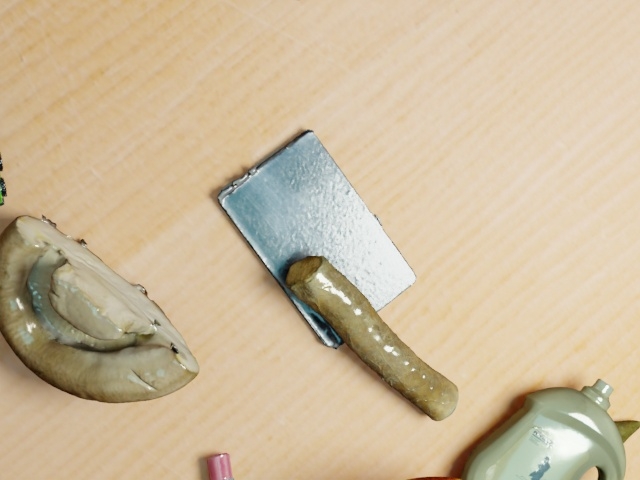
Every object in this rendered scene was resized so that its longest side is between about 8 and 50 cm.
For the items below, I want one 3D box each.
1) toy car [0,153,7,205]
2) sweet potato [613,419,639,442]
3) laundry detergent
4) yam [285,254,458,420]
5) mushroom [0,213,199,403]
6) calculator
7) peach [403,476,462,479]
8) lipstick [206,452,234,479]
[{"bbox_3d":[-0.422,-0.117,1.147,0.071,0.062,0.165,-7,96,-11],"label":"toy car"},{"bbox_3d":[0.386,0.285,1.360,0.153,0.038,0.041,-25,76,-7],"label":"sweet potato"},{"bbox_3d":[0.314,0.297,1.304,0.181,0.091,0.253,38,89,6],"label":"laundry detergent"},{"bbox_3d":[0.074,0.133,1.254,0.066,0.066,0.299,-46,110,-5],"label":"yam"},{"bbox_3d":[-0.290,0.109,1.157,0.286,0.156,0.151,41,98,0],"label":"mushroom"},{"bbox_3d":[0.000,0.000,1.266,0.161,0.021,0.261,-36,101,-7],"label":"calculator"},{"bbox_3d":[0.111,0.466,1.212,0.306,0.242,0.380,35,110,12],"label":"peach"},{"bbox_3d":[-0.120,0.392,1.256,0.053,0.053,0.234,-9,94,-11],"label":"lipstick"}]
